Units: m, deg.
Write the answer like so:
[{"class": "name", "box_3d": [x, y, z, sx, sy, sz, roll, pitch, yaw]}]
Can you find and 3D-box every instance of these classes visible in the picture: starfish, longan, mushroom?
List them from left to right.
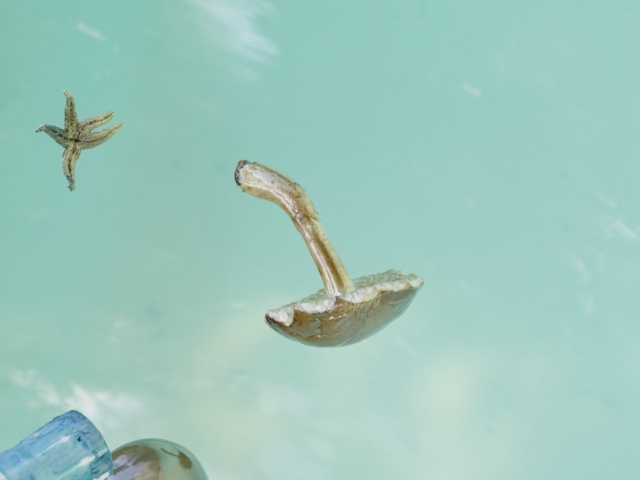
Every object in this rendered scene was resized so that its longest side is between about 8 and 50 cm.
[{"class": "starfish", "box_3d": [-0.337, -0.131, 1.555, 0.041, 0.133, 0.130, 4, 82, 47]}, {"class": "longan", "box_3d": [-0.228, 0.345, 1.436, 0.159, 0.185, 0.204, 31, 77, 33]}, {"class": "mushroom", "box_3d": [-0.010, 0.029, 1.631, 0.233, 0.302, 0.208, -22, 28, 49]}]

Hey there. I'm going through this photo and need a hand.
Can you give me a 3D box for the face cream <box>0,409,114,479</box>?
[{"class": "face cream", "box_3d": [-0.293, 0.227, 0.790, 0.080, 0.336, 0.163, 44, 141, 19]}]
